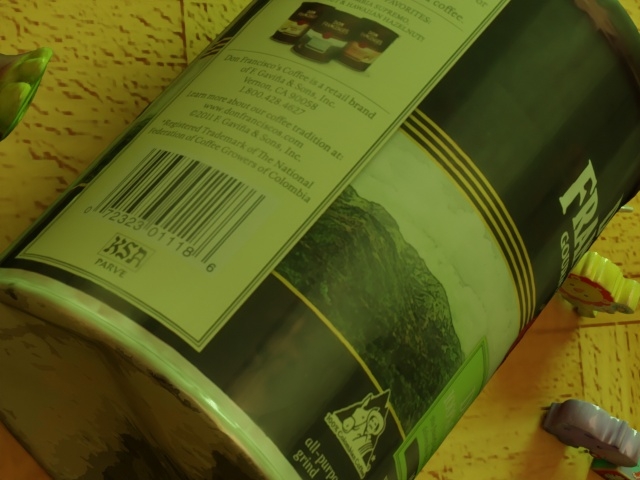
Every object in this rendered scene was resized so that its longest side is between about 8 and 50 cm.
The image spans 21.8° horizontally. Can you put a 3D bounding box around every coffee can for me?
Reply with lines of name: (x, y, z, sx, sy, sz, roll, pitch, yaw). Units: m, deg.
coffee can: (0.000, 0.000, 0.749, 0.201, 0.201, 0.275, 51, 61, -19)

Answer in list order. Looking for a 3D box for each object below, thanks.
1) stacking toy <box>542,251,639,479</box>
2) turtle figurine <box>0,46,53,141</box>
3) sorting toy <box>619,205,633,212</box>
stacking toy: (0.187, 0.129, 0.952, 0.221, 0.052, 0.167, 34, 68, -27)
turtle figurine: (-0.231, -0.086, 0.660, 0.217, 0.087, 0.269, 37, 44, -8)
sorting toy: (0.135, -0.056, 0.945, 0.075, 0.045, 0.083, 1, 85, -27)
